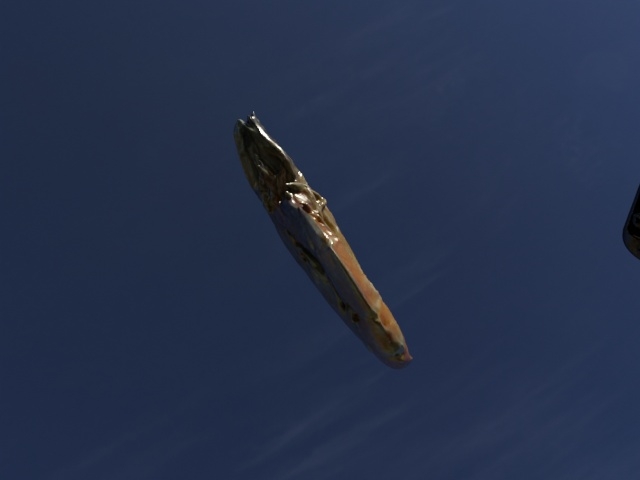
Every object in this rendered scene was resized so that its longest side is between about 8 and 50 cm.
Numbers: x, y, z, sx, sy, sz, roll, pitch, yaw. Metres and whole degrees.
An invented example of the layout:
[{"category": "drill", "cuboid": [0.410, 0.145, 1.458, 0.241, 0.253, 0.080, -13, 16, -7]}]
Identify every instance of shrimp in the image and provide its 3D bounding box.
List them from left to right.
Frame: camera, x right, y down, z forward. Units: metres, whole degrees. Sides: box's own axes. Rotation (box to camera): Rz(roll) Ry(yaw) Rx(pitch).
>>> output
[{"category": "shrimp", "cuboid": [0.000, 0.000, 0.691, 0.062, 0.164, 0.317, -33, -92, -6]}]

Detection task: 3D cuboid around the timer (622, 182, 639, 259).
[{"category": "timer", "cuboid": [0.412, -0.045, 0.707, 0.055, 0.144, 0.188, -13, -55, -35]}]
